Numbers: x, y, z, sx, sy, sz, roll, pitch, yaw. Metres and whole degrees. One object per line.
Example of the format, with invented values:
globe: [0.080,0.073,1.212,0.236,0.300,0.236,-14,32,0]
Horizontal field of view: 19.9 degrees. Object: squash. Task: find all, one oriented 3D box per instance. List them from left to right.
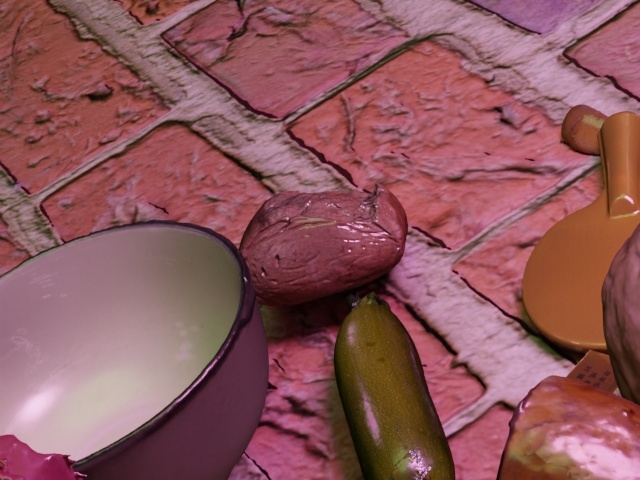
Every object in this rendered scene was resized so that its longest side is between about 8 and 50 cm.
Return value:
squash: [0.058,0.134,1.646,0.087,0.087,0.331,-23,31,6]

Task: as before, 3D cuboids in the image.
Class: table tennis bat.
table tennis bat: [0.288,-0.011,1.721,0.198,0.050,0.321,-12,39,19]

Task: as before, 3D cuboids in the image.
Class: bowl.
bowl: [-0.193,0.160,1.685,0.353,0.185,0.354,-18,34,13]

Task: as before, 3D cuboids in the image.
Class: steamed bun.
steamed bun: [0.000,0.000,1.811,0.175,0.106,0.145,-13,6,11]

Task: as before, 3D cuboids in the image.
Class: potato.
potato: [0.274,-0.115,1.882,0.037,0.036,0.093,-36,35,-21]

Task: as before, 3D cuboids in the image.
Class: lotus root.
lotus root: [0.227,0.209,1.325,0.180,0.188,0.199,7,82,28]

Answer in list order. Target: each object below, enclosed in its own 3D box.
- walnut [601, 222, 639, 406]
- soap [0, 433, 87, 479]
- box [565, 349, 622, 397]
walnut: [0.340,0.068,1.403,0.248,0.248,0.248,-18,34,13]
soap: [-0.253,0.272,1.479,0.182,0.289,0.112,-16,37,17]
box: [0.256,0.143,1.551,0.133,0.023,0.090,15,52,45]
